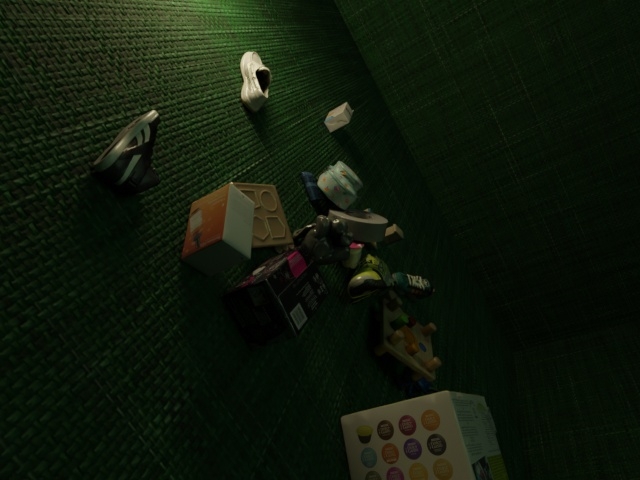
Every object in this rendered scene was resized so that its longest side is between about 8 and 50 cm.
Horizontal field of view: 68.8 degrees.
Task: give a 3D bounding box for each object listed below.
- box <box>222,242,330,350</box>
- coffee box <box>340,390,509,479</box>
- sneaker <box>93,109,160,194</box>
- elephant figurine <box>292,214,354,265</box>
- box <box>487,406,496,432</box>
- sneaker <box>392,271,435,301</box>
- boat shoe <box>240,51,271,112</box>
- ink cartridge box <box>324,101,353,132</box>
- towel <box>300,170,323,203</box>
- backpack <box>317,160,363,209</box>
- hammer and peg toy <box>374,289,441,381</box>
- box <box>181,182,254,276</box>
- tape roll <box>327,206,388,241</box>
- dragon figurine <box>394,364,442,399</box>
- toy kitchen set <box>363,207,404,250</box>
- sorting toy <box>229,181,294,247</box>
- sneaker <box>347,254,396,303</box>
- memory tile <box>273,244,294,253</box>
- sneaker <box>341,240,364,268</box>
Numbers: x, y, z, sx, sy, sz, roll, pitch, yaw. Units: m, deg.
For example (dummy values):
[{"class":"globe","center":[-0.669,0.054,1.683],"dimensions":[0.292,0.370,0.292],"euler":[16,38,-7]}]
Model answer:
[{"class":"box","center":[-0.103,0.138,1.183],"dimensions":[0.163,0.142,0.247],"euler":[63,27,-9]},{"class":"coffee box","center":[0.306,0.630,1.321],"dimensions":[0.338,0.338,0.334],"euler":[28,45,-52]},{"class":"sneaker","center":[-0.382,-0.178,1.002],"dimensions":[0.121,0.079,0.216],"euler":[53,37,-32]},{"class":"elephant figurine","center":[0.000,0.000,1.501],"dimensions":[0.186,0.239,0.169],"euler":[2,94,-20]},{"class":"box","center":[0.432,0.653,1.597],"dimensions":[0.169,0.290,0.087],"euler":[15,56,-59]},{"class":"sneaker","center":[0.436,0.201,2.171],"dimensions":[0.302,0.121,0.108],"euler":[28,45,-52]},{"class":"boat shoe","center":[-0.210,-0.559,1.607],"dimensions":[0.098,0.096,0.276],"euler":[34,41,-47]},{"class":"ink cartridge box","center":[0.088,-0.581,2.182],"dimensions":[0.061,0.105,0.181],"euler":[55,27,-23]},{"class":"towel","center":[-0.033,-0.197,1.720],"dimensions":[0.067,0.029,0.119],"euler":[-3,72,-62]},{"class":"backpack","center":[0.072,-0.204,1.748],"dimensions":[0.166,0.144,0.188],"euler":[45,21,-10]},{"class":"hammer and peg toy","center":[0.331,0.336,1.774],"dimensions":[0.266,0.127,0.361],"euler":[37,29,-14]},{"class":"box","center":[-0.233,-0.024,1.082],"dimensions":[0.091,0.130,0.170],"euler":[42,34,-42]},{"class":"tape roll","center":[0.133,-0.060,1.710],"dimensions":[0.219,0.220,0.072],"euler":[-20,124,-64]},{"class":"dragon figurine","center":[0.383,0.568,1.804],"dimensions":[0.289,0.085,0.144],"euler":[49,33,-23]},{"class":"toy kitchen set","center":[0.281,-0.052,2.036],"dimensions":[0.122,0.166,0.207],"euler":[46,33,-36]},{"class":"sorting toy","center":[-0.169,-0.071,1.336],"dimensions":[0.208,0.038,0.192],"euler":[-3,71,-58]},{"class":"sneaker","center":[0.167,0.136,1.726],"dimensions":[0.147,0.145,0.385],"euler":[64,15,10]},{"class":"memory tile","center":[-0.132,-0.033,1.416],"dimensions":[0.113,0.012,0.147],"euler":[-19,85,-64]},{"class":"sneaker","center":[0.102,0.028,1.725],"dimensions":[0.252,0.103,0.111],"euler":[-71,173,-72]}]
